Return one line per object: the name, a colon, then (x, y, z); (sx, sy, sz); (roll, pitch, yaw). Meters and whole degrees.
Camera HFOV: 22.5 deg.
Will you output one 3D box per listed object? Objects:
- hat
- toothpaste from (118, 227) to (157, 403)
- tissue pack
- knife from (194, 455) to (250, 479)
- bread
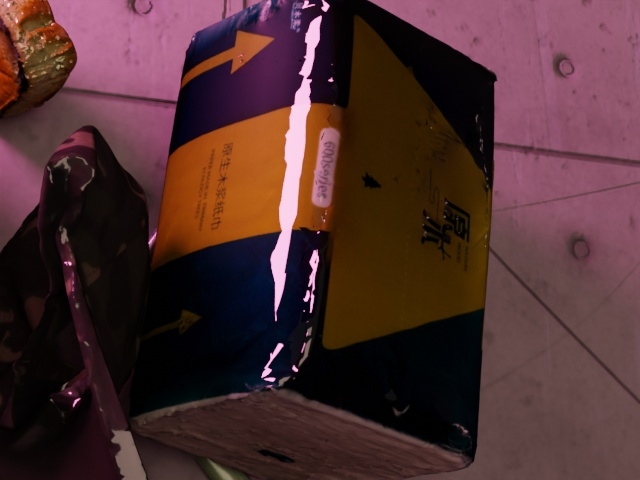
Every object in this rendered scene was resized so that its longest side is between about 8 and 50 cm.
hat: (-0.195, 0.129, 1.374); (0.257, 0.366, 0.381); (-27, 77, -47)
toothpaste: (-0.175, 0.062, 1.569); (0.075, 0.048, 0.301); (35, 65, -10)
tissue pack: (0.000, 0.000, 1.518); (0.264, 0.253, 0.416); (26, 59, -38)
knife: (-0.047, 0.284, 1.549); (0.043, 0.020, 0.293); (-40, 89, -30)
bread: (-0.305, -0.188, 1.558); (0.069, 0.140, 0.128); (-29, 88, -35)
